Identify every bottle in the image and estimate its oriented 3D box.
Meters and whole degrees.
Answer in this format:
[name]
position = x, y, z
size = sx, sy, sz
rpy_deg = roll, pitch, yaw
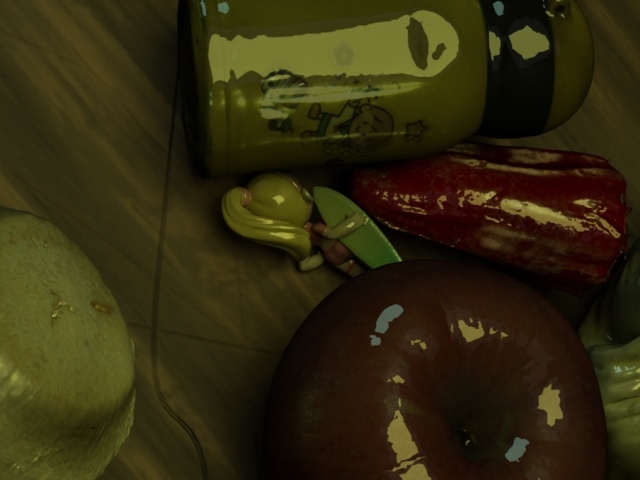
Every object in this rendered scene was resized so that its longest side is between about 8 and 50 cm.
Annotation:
[bottle]
position = 0.060, -0.147, 1.237
size = 0.351, 0.171, 0.172
rpy_deg = -3, 78, -9

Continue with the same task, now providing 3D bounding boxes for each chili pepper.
[chili pepper]
position = 0.146, -0.042, 1.311
size = 0.252, 0.136, 0.144
rpy_deg = 14, 71, -9

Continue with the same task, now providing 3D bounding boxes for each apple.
[apple]
position = 0.088, 0.169, 1.171
size = 0.305, 0.235, 0.306
rpy_deg = 7, 72, -22

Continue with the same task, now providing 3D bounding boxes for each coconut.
[coconut]
position = -0.275, 0.109, 1.048
size = 0.237, 0.266, 0.237
rpy_deg = 46, 28, -33

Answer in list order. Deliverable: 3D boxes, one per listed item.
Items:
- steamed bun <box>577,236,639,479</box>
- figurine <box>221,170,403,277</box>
[steamed bun]
position = 0.402, 0.100, 1.315
size = 0.346, 0.237, 0.394
rpy_deg = 6, 105, 1
[figurine]
position = 0.000, 0.000, 1.266
size = 0.187, 0.083, 0.083
rpy_deg = 35, 67, -12
